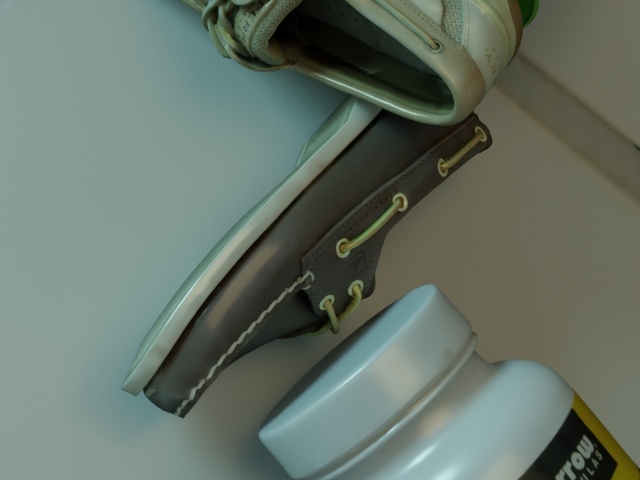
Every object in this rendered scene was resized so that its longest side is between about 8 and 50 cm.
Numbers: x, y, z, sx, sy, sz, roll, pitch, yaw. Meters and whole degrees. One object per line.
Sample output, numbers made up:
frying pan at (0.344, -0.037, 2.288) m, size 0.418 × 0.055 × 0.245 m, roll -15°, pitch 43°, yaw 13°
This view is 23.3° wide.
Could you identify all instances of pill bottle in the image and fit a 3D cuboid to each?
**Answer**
pill bottle at (0.122, 0.197, 0.945) m, size 0.334 × 0.188 × 0.188 m, roll 49°, pitch 61°, yaw -4°

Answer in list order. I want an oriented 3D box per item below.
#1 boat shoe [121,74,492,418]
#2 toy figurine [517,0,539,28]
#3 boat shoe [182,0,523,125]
boat shoe at (0.000, 0.000, 0.994) m, size 0.097 × 0.116 × 0.324 m, roll 43°, pitch 56°, yaw -5°
toy figurine at (0.113, -0.248, 1.119) m, size 0.173 × 0.130 × 0.159 m, roll 34°, pitch 53°, yaw 5°
boat shoe at (-0.026, -0.160, 0.978) m, size 0.302 × 0.109 × 0.098 m, roll 26°, pitch 50°, yaw 12°
